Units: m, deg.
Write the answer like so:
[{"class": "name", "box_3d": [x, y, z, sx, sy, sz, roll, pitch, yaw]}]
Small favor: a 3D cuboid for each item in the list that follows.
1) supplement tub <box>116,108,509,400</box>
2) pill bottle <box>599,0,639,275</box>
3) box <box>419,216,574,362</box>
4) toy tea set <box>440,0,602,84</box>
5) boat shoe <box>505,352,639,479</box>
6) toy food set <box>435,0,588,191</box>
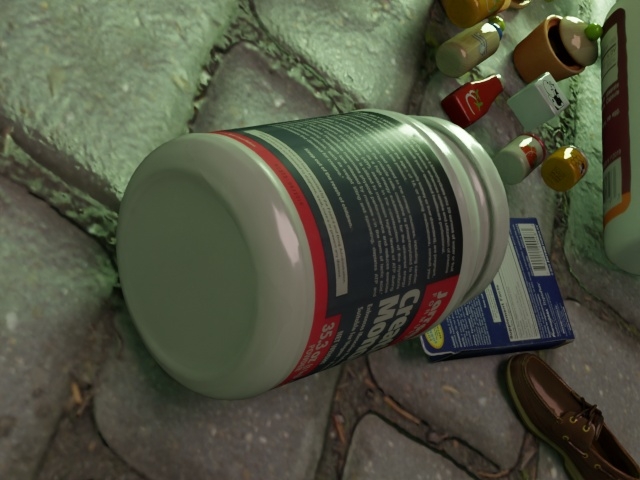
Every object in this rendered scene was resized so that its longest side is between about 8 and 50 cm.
[{"class": "supplement tub", "box_3d": [0.000, 0.000, 0.854, 0.272, 0.191, 0.191, -14, 79, -44]}, {"class": "pill bottle", "box_3d": [0.435, -0.165, 1.266, 0.224, 0.224, 0.392, 17, 68, -35]}, {"class": "box", "box_3d": [0.150, 0.044, 1.076, 0.225, 0.036, 0.136, 0, 69, -43]}, {"class": "toy tea set", "box_3d": [0.206, -0.327, 1.249, 0.336, 0.124, 0.200, 36, 50, -24]}, {"class": "boat shoe", "box_3d": [0.249, 0.177, 1.081, 0.178, 0.060, 0.064, 52, 45, -9]}, {"class": "toy food set", "box_3d": [0.205, -0.161, 1.174, 0.232, 0.111, 0.104, 55, 45, -3]}]
